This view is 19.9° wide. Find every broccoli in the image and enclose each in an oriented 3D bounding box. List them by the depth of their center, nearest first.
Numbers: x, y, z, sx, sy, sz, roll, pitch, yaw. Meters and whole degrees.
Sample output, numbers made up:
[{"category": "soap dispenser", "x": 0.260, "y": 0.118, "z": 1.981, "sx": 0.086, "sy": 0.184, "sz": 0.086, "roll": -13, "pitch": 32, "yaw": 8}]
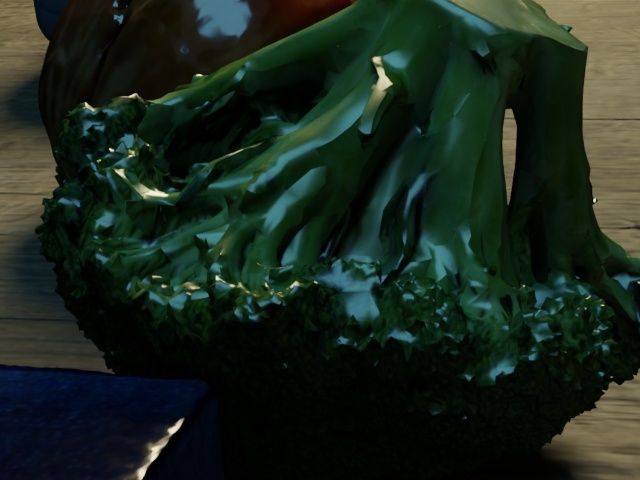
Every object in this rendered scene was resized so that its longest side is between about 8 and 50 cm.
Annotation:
[{"category": "broccoli", "x": 0.016, "y": -0.001, "z": 0.784, "sx": 0.261, "sy": 0.242, "sz": 0.269, "roll": 9, "pitch": 25, "yaw": -46}]

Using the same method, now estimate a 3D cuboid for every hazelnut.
[{"category": "hazelnut", "x": -0.073, "y": -0.111, "z": 1.132, "sx": 0.180, "sy": 0.181, "sz": 0.212, "roll": 2, "pitch": 24, "yaw": -41}]

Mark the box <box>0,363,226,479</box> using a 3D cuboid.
[{"category": "box", "x": -0.201, "y": 0.140, "z": 0.622, "sx": 0.279, "sy": 0.116, "sz": 0.261, "roll": 3, "pitch": 24, "yaw": 17}]

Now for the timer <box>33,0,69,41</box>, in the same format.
[{"category": "timer", "x": -0.036, "y": -0.204, "z": 1.431, "sx": 0.340, "sy": 0.115, "sz": 0.309, "roll": 7, "pitch": 26, "yaw": 25}]
